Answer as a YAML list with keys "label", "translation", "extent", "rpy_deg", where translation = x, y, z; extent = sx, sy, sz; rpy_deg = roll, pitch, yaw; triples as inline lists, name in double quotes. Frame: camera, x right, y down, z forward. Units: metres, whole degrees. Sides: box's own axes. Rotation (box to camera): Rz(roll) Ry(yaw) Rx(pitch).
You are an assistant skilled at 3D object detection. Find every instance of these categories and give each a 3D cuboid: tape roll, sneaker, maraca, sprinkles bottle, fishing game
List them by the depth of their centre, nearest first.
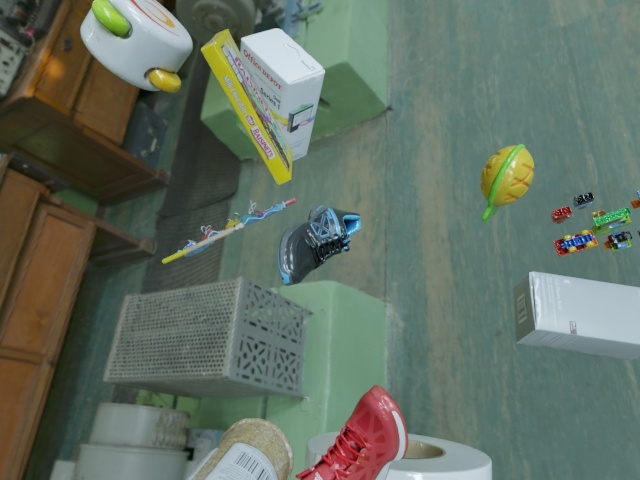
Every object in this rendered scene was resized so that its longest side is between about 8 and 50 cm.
- label: "sprinkles bottle"
  translation: [-0.125, 0.330, 0.535]
  extent: [0.121, 0.355, 0.121]
  rpy_deg: [0, 91, 10]
- label: "sneaker"
  translation: [0.038, 0.299, 0.632]
  extent: [0.128, 0.221, 0.087]
  rpy_deg: [-18, 39, -29]
- label: "fishing game"
  translation: [-0.145, -0.028, 0.748]
  extent: [0.189, 0.264, 0.041]
  rpy_deg: [-22, 97, 21]
- label: "tape roll"
  translation: [0.157, 0.473, 0.980]
  extent: [0.392, 0.392, 0.071]
  rpy_deg: [-4, 75, 33]
- label: "maraca"
  translation: [0.390, -0.119, 0.992]
  extent: [0.099, 0.185, 0.127]
  rpy_deg: [35, 48, 28]
- label: "sneaker"
  translation: [0.000, 0.000, 1.223]
  extent: [0.140, 0.125, 0.340]
  rpy_deg: [6, 34, 23]

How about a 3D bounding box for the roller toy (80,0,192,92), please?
- label: "roller toy"
  translation: [-0.378, -0.412, 0.961]
  extent: [0.146, 0.209, 0.191]
  rpy_deg: [-44, 41, 21]

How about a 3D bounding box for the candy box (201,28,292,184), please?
- label: "candy box"
  translation: [-0.096, -0.188, 0.659]
  extent: [0.027, 0.205, 0.105]
  rpy_deg: [-23, 31, 10]

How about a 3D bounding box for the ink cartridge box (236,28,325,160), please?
- label: "ink cartridge box"
  translation: [-0.115, -0.366, 1.211]
  extent: [0.117, 0.278, 0.201]
  rpy_deg: [-30, 66, -29]

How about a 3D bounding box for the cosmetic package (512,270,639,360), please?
- label: "cosmetic package"
  translation: [0.515, 0.150, 0.914]
  extent: [0.238, 0.107, 0.127]
  rpy_deg: [6, 61, 2]

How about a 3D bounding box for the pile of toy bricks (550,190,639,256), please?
- label: "pile of toy bricks"
  translation: [0.560, -0.030, 0.911]
  extent: [0.212, 0.105, 0.118]
  rpy_deg: [-18, 68, 15]
